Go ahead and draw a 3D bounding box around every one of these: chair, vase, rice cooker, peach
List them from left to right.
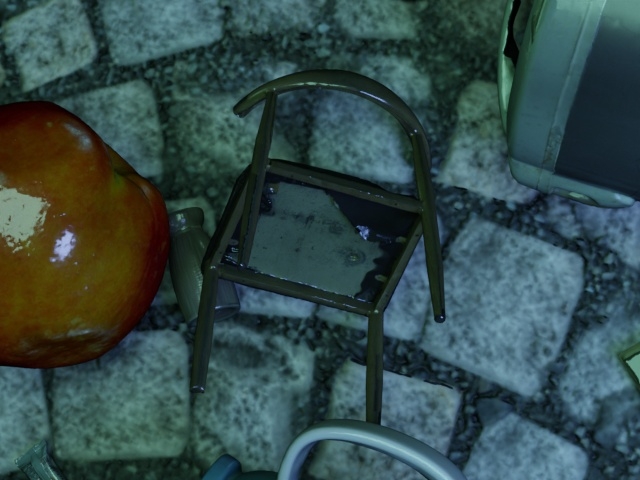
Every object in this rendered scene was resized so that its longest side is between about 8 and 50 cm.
[{"bbox_3d":[-0.254,0.004,1.089,0.243,0.199,0.243,0,95,-2],"label":"peach"},{"bbox_3d":[-0.111,0.023,1.143,0.053,0.053,0.100,-21,75,3],"label":"vase"},{"bbox_3d":[0.000,0.000,1.064,0.188,0.166,0.272,15,43,-11],"label":"chair"},{"bbox_3d":[0.284,-0.158,1.012,0.277,0.288,0.288,16,84,11],"label":"rice cooker"}]

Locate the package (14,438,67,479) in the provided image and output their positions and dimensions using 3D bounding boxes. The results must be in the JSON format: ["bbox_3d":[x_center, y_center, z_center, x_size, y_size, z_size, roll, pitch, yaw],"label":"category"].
[{"bbox_3d":[-0.232,0.232,1.143,0.037,0.015,0.110,-39,80,-1],"label":"package"}]

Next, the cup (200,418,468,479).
[{"bbox_3d":[0.008,0.284,0.997,0.258,0.219,0.289,25,98,11],"label":"cup"}]

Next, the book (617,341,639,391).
[{"bbox_3d":[0.409,0.172,1.068,0.201,0.026,0.289,-31,79,-1],"label":"book"}]
